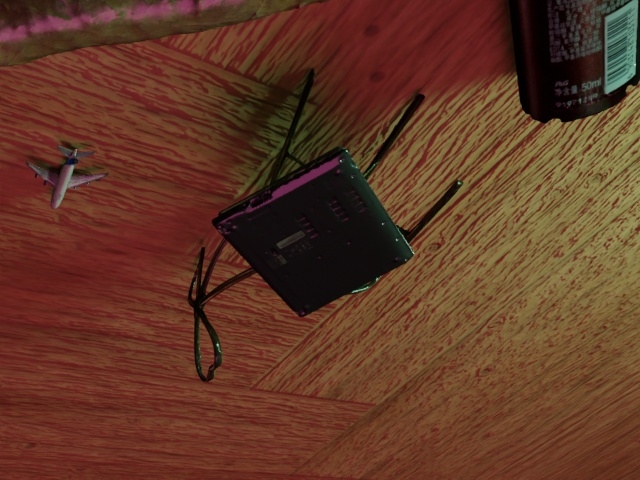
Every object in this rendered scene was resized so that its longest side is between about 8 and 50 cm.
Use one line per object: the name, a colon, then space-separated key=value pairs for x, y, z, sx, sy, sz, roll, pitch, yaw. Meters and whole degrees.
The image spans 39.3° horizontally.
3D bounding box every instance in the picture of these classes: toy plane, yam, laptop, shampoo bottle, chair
toy plane: x=-0.243 y=-0.060 z=0.853 sx=0.077 sy=0.024 sz=0.084 roll=7 pitch=144 yaw=-31
yam: x=-0.106 y=-0.196 z=0.685 sx=0.356 sy=0.081 sz=0.081 roll=-14 pitch=145 yaw=-6
laptop: x=0.000 y=0.000 z=0.797 sx=0.129 sy=0.016 sz=0.180 roll=-28 pitch=142 yaw=9
shampoo bottle: x=0.215 y=-0.237 z=0.756 sx=0.129 sy=0.084 sz=0.323 roll=-22 pitch=143 yaw=4
chair: x=-0.012 y=-0.003 z=0.920 sx=0.170 sy=0.160 sz=0.326 roll=6 pitch=134 yaw=-28
